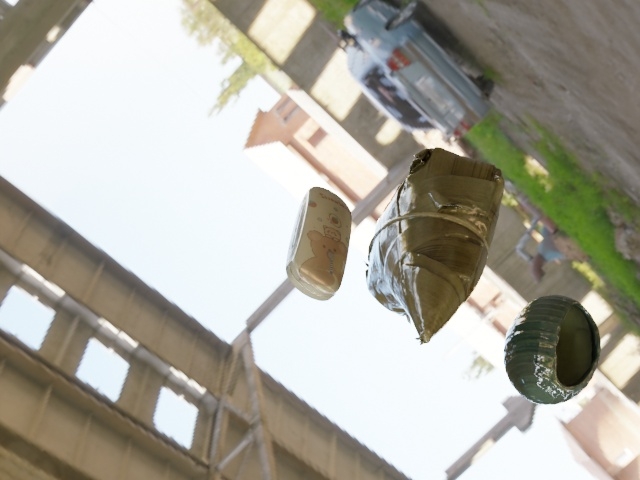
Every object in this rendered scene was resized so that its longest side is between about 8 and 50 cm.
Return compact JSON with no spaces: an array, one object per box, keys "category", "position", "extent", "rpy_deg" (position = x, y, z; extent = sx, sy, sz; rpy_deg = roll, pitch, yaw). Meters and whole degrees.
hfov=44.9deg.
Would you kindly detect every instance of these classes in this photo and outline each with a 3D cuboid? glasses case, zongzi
[{"category":"glasses case","position":[0.000,0.000,1.059],"extent":[0.081,0.051,0.204],"rpy_deg":[29,-142,-17]},{"category":"zongzi","position":[0.158,0.120,1.539],"extent":[0.218,0.500,0.467],"rpy_deg":[26,-129,3]}]

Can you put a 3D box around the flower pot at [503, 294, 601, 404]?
[{"category":"flower pot","position":[0.474,0.225,1.597],"extent":[0.189,0.243,0.157],"rpy_deg":[43,147,-12]}]
